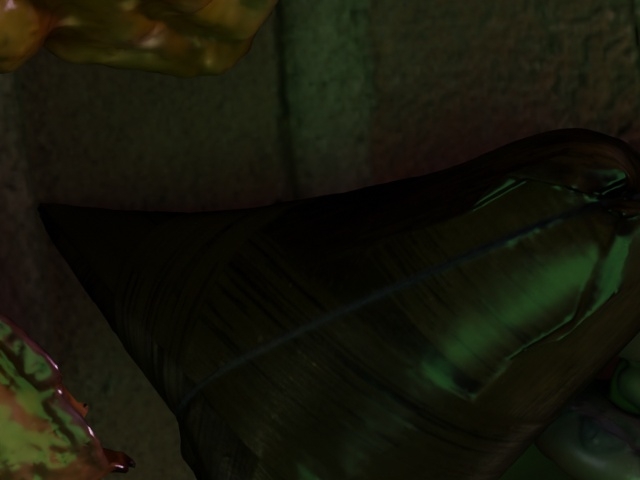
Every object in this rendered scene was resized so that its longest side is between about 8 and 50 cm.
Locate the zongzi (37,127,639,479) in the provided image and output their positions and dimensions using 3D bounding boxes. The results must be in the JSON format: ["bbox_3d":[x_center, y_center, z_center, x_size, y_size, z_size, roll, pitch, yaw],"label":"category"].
[{"bbox_3d":[0.000,0.000,0.777,0.300,0.138,0.286,47,111,21],"label":"zongzi"}]

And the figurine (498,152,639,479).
[{"bbox_3d":[0.154,0.103,0.824,0.274,0.226,0.394,22,101,25],"label":"figurine"}]

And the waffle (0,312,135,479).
[{"bbox_3d":[-0.232,0.007,0.712,0.077,0.348,0.304,-42,99,-15],"label":"waffle"}]

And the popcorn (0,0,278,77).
[{"bbox_3d":[-0.129,-0.190,0.658,0.290,0.326,0.321,18,117,17],"label":"popcorn"}]
